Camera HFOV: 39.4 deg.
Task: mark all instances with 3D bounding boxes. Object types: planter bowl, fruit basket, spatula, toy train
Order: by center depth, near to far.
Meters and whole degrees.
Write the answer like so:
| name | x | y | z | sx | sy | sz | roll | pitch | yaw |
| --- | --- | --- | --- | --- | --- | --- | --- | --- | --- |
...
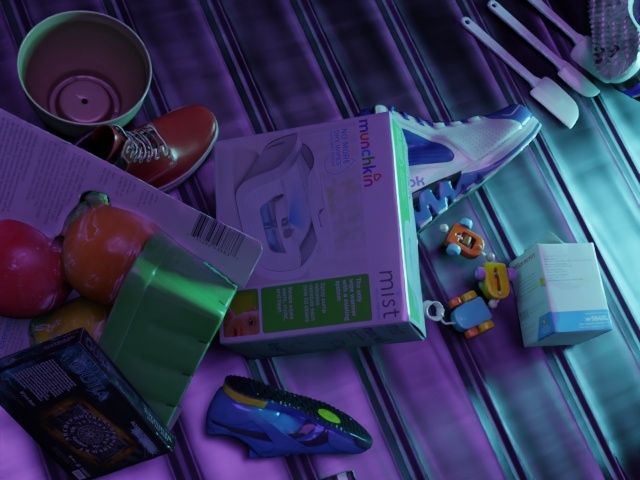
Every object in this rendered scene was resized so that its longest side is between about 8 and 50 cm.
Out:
| name | x | y | z | sx | sy | sz | roll | pitch | yaw |
| --- | --- | --- | --- | --- | --- | --- | --- | --- | --- |
| fruit basket | -0.274 | 0.039 | 0.992 | 0.353 | 0.327 | 0.165 | 29 | 31 | 2 |
| planter bowl | -0.303 | -0.198 | 1.152 | 0.162 | 0.109 | 0.162 | 5 | 70 | -13 |
| toy train | 0.197 | 0.058 | 1.229 | 0.125 | 0.046 | 0.166 | 27 | 63 | -3 |
| spatula | 0.351 | -0.309 | 1.422 | 0.242 | 0.019 | 0.168 | 43 | 71 | 4 |

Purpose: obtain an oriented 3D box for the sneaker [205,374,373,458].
| name | x | y | z | sx | sy | sz | roll | pitch | yaw |
| --- | --- | --- | --- | --- | --- | --- | --- | --- | --- |
| sneaker | -0.040 | 0.234 | 1.096 | 0.209 | 0.069 | 0.082 | 20 | 99 | -16 |

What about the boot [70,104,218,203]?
| name | x | y | z | sx | sy | sz | roll | pitch | yaw |
| --- | --- | --- | --- | --- | --- | --- | --- | --- | --- |
| boot | -0.217 | -0.119 | 1.110 | 0.244 | 0.176 | 0.088 | -39 | 82 | -25 |

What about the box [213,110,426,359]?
| name | x | y | z | sx | sy | sz | roll | pitch | yaw |
| --- | --- | --- | --- | --- | --- | --- | --- | --- | --- |
| box | 0.000 | 0.000 | 1.101 | 0.231 | 0.127 | 0.262 | -7 | 72 | 14 |

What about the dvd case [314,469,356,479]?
| name | x | y | z | sx | sy | sz | roll | pitch | yaw |
| --- | --- | --- | --- | --- | --- | --- | --- | --- | --- |
| dvd case | -0.040 | 0.382 | 1.057 | 0.221 | 0.018 | 0.164 | -12 | 73 | -18 |

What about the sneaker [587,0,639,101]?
| name | x | y | z | sx | sy | sz | roll | pitch | yaw |
| --- | --- | --- | --- | --- | --- | --- | --- | --- | --- |
| sneaker | 0.515 | -0.330 | 1.435 | 0.146 | 0.102 | 0.293 | 30 | 55 | -24 |

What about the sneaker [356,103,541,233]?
| name | x | y | z | sx | sy | sz | roll | pitch | yaw |
| --- | --- | --- | --- | --- | --- | --- | --- | --- | --- |
| sneaker | 0.146 | -0.130 | 1.238 | 0.315 | 0.127 | 0.182 | -36 | 85 | -22 |

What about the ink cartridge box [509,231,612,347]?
| name | x | y | z | sx | sy | sz | roll | pitch | yaw |
| --- | --- | --- | --- | --- | --- | --- | --- | --- | --- |
| ink cartridge box | 0.327 | 0.067 | 1.232 | 0.090 | 0.092 | 0.143 | -1 | 71 | -16 |

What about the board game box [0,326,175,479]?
| name | x | y | z | sx | sy | sz | roll | pitch | yaw |
| --- | --- | --- | --- | --- | --- | --- | --- | --- | --- |
| board game box | -0.255 | 0.180 | 0.949 | 0.126 | 0.186 | 0.026 | -21 | 35 | 12 |
